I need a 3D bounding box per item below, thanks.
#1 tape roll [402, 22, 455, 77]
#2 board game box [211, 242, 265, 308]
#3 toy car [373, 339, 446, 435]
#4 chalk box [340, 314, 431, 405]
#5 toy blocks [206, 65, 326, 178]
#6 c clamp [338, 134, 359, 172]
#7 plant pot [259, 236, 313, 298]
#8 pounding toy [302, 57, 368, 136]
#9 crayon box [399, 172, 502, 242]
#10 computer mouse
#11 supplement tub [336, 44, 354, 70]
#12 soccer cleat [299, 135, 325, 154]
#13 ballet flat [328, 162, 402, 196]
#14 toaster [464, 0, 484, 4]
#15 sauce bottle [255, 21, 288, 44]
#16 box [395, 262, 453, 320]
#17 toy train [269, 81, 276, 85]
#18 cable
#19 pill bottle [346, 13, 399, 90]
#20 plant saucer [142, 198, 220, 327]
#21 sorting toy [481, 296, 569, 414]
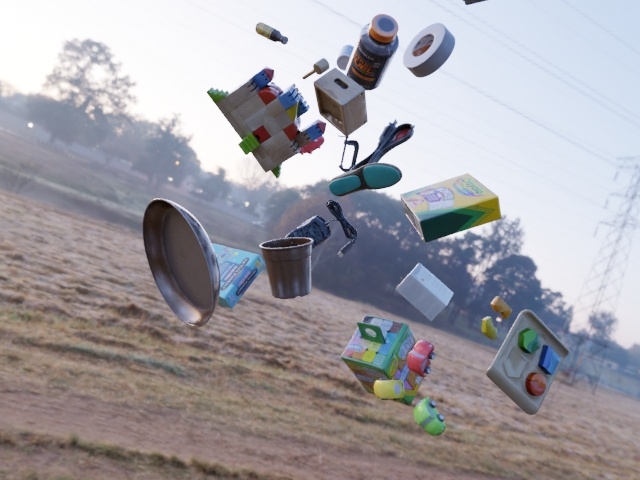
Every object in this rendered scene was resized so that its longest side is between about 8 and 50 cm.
[{"bbox_3d":[0.444,-0.782,2.274,0.072,0.219,0.219,33,-9,-32],"label":"tape roll"},{"bbox_3d":[-0.448,0.147,2.445,0.336,0.254,0.079,12,-37,36],"label":"board game box"},{"bbox_3d":[0.254,0.416,1.480,0.053,0.239,0.225,11,39,-46],"label":"toy car"},{"bbox_3d":[0.203,0.369,1.788,0.180,0.179,0.289,6,-38,43],"label":"chalk box"},{"bbox_3d":[-0.156,-0.420,1.858,0.381,0.261,0.191,53,24,-20],"label":"toy blocks"},{"bbox_3d":[0.106,-0.355,2.272,0.137,0.161,0.022,-11,26,-43],"label":"c clamp"},{"bbox_3d":[-0.096,0.086,1.711,0.167,0.165,0.167,-6,10,1],"label":"plant pot"},{"bbox_3d":[0.039,-0.423,1.513,0.181,0.094,0.206,45,-15,28],"label":"pounding toy"},{"bbox_3d":[0.521,-0.144,2.260,0.313,0.106,0.363,-19,22,2],"label":"crayon box"},{"bbox_3d":[0.000,0.000,1.935,0.184,0.262,0.060,51,-14,-7],"label":"computer mouse"},{"bbox_3d":[0.104,-0.730,2.205,0.071,0.107,0.071,7,-48,8],"label":"supplement tub"},{"bbox_3d":[-0.106,-0.369,2.141,0.248,0.095,0.083,-21,-29,10],"label":"soccer cleat"},{"bbox_3d":[0.118,-0.162,1.405,0.206,0.073,0.067,-7,20,30],"label":"ballet flat"},{"bbox_3d":[0.559,-0.969,1.979,0.110,0.186,0.168,-2,-35,15],"label":"toaster"},{"bbox_3d":[-0.155,-0.661,1.768,0.128,0.042,0.042,33,4,29],"label":"sauce bottle"},{"bbox_3d":[0.379,0.185,2.007,0.170,0.091,0.130,42,28,8],"label":"box"},{"bbox_3d":[-0.245,-0.577,2.133,0.036,0.158,0.027,-122,-164,-46],"label":"toy train"},{"bbox_3d":[0.209,-0.286,1.776,0.139,0.287,0.072,15,-26,41],"label":"cable"},{"bbox_3d":[0.169,-0.598,1.751,0.130,0.130,0.246,21,-24,-3],"label":"pill bottle"},{"bbox_3d":[-0.318,0.048,1.280,0.050,0.311,0.310,-23,28,-38],"label":"plant saucer"},{"bbox_3d":[0.559,0.313,1.544,0.307,0.229,0.041,43,-17,-16],"label":"sorting toy"}]
